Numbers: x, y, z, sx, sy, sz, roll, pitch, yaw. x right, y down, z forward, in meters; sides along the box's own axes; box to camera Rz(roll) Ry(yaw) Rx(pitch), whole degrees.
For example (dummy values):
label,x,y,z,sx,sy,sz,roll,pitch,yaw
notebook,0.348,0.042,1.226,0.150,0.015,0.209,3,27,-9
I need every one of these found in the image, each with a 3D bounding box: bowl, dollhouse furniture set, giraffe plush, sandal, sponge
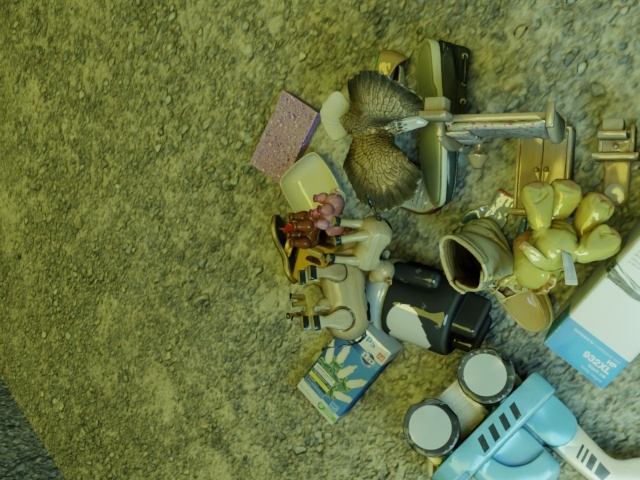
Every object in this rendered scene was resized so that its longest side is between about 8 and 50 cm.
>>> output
label,x,y,z,sx,sy,sz,roll,pitch,yaw
bowl,-0.014,-0.128,1.551,0.142,0.053,0.142,-37,79,32
dollhouse furniture set,0.372,-0.134,1.119,0.303,0.355,0.174,4,91,30
giraffe plush,0.399,0.018,1.127,0.181,0.210,0.170,21,152,3
sandal,-0.077,0.019,1.609,0.049,0.072,0.180,-18,90,17
sponge,-0.087,-0.249,1.589,0.117,0.031,0.210,38,115,21

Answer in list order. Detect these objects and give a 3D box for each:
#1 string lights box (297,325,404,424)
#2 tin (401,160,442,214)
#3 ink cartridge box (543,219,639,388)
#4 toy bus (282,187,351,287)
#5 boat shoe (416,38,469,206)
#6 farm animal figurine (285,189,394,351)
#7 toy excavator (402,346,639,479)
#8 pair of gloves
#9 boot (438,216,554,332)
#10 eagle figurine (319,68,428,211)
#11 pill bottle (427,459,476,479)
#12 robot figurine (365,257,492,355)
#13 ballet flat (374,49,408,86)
label,x,y,z,sx,sy,sz,roll,pitch,yaw
string lights box,0.069,0.303,1.555,0.133,0.077,0.260,44,117,20
tin,0.192,-0.122,1.436,0.189,0.040,0.106,22,113,27
ink cartridge box,0.552,0.079,1.130,0.129,0.223,0.307,40,116,16
toy bus,0.002,0.012,1.496,0.191,0.104,0.202,-23,106,31
boat shoe,0.269,-0.241,1.327,0.127,0.113,0.340,161,105,-77
farm animal figurine,0.054,0.057,1.299,0.330,0.172,0.327,-157,68,-69
toy excavator,0.443,0.390,1.233,0.433,0.222,0.445,-43,68,-4
pair of gloves,0.386,-0.009,1.341,0.198,0.023,0.159,39,115,20
boot,0.341,0.084,1.253,0.095,0.203,0.262,-34,81,32
eagle figurine,0.118,-0.216,1.249,0.225,0.298,0.226,-41,101,21
pill bottle,0.349,0.491,1.388,0.215,0.117,0.117,8,102,30
robot figurine,0.218,0.142,1.379,0.278,0.173,0.209,19,107,28
ballet flat,0.140,-0.297,1.413,0.073,0.080,0.232,18,107,28
